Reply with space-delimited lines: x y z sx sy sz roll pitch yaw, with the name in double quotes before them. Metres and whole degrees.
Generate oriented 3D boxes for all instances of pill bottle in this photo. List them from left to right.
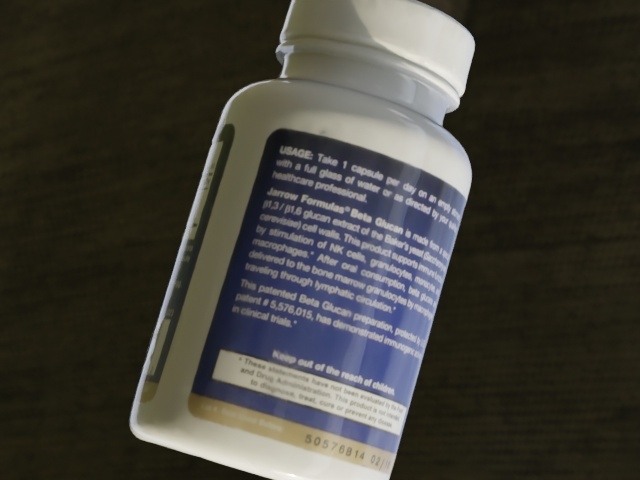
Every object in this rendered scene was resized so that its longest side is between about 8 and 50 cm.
"pill bottle" 0.000 0.000 0.547 0.094 0.094 0.169 9 -101 43
